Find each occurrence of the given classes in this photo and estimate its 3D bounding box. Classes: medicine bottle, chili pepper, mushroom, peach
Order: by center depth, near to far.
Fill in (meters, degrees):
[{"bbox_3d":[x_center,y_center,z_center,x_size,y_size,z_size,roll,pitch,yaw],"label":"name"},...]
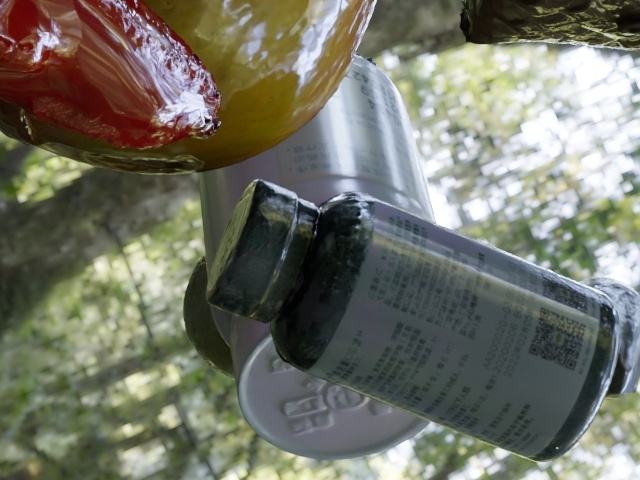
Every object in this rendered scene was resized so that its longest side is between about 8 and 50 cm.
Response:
[{"bbox_3d":[-0.180,-0.141,0.881,0.110,0.110,0.387,26,-9,44],"label":"chili pepper"},{"bbox_3d":[-0.122,-0.219,1.237,0.290,0.373,0.372,45,-39,50],"label":"peach"},{"bbox_3d":[0.065,0.053,1.269,0.293,0.141,0.141,22,-37,-11],"label":"medicine bottle"},{"bbox_3d":[0.000,0.000,1.548,0.378,0.214,0.213,-99,-166,-51],"label":"medicine bottle"},{"bbox_3d":[-0.056,0.096,2.102,0.267,0.164,0.189,22,-89,14],"label":"mushroom"}]

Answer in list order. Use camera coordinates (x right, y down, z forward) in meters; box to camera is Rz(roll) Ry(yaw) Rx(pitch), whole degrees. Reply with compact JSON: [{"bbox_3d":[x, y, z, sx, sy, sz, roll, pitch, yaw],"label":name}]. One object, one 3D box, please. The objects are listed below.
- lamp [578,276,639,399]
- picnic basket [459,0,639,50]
[{"bbox_3d":[0.263,0.089,1.588,0.250,0.101,0.101,-68,143,-77],"label":"lamp"},{"bbox_3d":[0.282,-0.305,1.495,0.291,0.321,0.254,116,-28,-74],"label":"picnic basket"}]
